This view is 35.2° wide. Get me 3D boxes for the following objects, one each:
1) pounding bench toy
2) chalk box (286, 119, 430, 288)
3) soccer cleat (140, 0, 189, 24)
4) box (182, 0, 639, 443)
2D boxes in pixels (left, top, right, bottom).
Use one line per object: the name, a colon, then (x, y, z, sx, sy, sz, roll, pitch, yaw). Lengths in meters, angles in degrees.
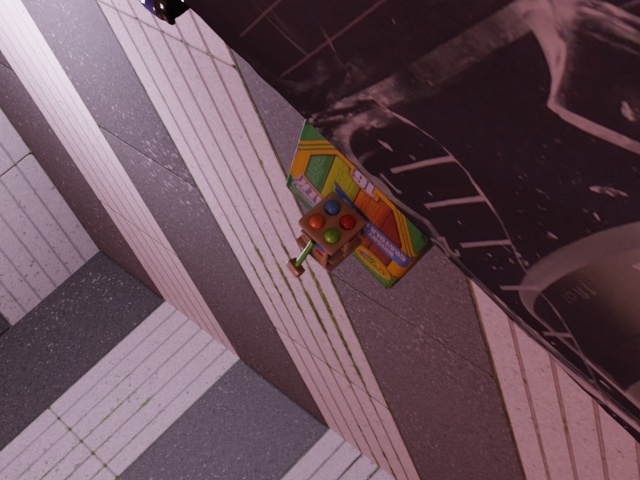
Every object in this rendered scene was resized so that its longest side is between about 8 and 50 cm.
pounding bench toy: (0.000, 0.000, 1.067, 0.052, 0.083, 0.065, 44, 163, 13)
chalk box: (0.087, -0.080, 1.124, 0.180, 0.179, 0.289, 44, 162, 8)
soccer cleat: (-0.219, -0.393, 1.286, 0.121, 0.093, 0.289, 48, 163, 17)
box: (0.260, -0.104, 0.391, 0.472, 0.297, 0.480, 42, 158, -13)
